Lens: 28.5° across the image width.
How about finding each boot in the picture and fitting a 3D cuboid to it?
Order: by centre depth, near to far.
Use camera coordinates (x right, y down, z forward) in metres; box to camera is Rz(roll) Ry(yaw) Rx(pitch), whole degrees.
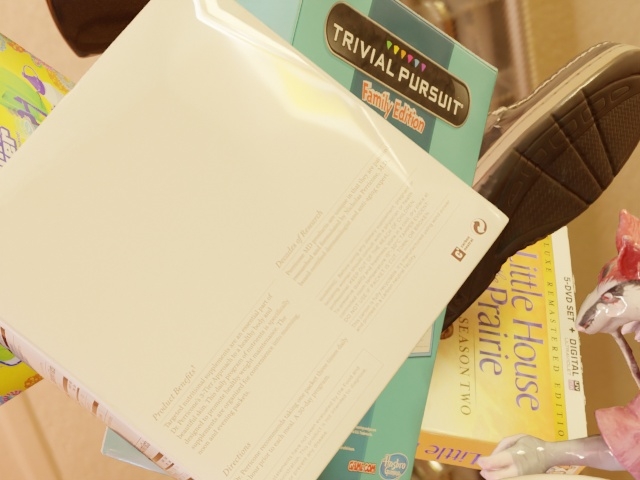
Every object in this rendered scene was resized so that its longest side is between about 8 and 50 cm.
[{"bbox_3d":[0.107,-0.090,1.210,0.377,0.284,0.138,-46,-45,3],"label":"boot"}]

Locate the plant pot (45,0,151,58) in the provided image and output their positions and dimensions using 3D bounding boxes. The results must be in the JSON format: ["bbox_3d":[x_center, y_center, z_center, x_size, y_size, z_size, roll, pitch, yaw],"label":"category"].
[{"bbox_3d":[-0.230,-0.329,1.415,0.188,0.167,0.188,-10,-96,9],"label":"plant pot"}]

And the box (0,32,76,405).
[{"bbox_3d":[-0.356,-0.003,1.172,0.279,0.290,0.177,-31,-36,19],"label":"box"}]

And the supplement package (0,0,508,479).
[{"bbox_3d":[-0.055,0.013,0.651,0.203,0.149,0.194,39,-105,-1],"label":"supplement package"}]

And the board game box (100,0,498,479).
[{"bbox_3d":[0.000,0.000,0.868,0.254,0.079,0.336,21,-101,-53],"label":"board game box"}]

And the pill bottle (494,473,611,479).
[{"bbox_3d":[0.127,0.262,0.558,0.188,0.188,0.334,-36,-45,-10],"label":"pill bottle"}]

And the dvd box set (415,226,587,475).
[{"bbox_3d":[0.064,0.076,1.311,0.421,0.307,0.062,12,-39,-9],"label":"dvd box set"}]

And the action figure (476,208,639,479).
[{"bbox_3d":[0.300,0.138,0.891,0.248,0.276,0.370,-51,-58,-34],"label":"action figure"}]
